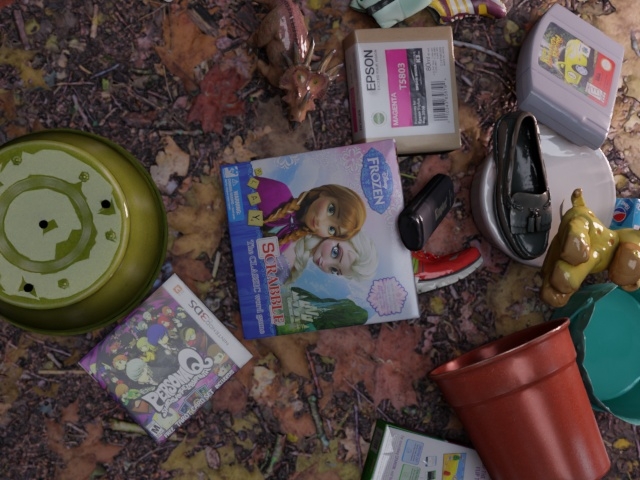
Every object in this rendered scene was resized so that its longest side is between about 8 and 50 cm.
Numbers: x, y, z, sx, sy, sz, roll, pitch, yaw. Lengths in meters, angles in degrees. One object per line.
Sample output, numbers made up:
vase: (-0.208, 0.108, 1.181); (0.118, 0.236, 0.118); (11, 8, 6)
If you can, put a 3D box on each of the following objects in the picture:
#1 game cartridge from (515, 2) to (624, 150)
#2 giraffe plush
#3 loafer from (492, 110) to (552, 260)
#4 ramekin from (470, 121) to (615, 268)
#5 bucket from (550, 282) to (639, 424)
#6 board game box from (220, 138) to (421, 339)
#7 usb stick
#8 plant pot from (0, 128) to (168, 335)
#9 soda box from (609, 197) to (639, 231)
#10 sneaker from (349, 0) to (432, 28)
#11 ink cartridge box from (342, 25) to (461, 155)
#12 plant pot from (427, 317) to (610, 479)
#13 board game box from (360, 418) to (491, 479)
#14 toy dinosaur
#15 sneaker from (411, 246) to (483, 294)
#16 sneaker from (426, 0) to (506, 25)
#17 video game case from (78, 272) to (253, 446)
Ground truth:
game cartridge: (0.469, -0.321, 1.642); (0.196, 0.060, 0.294); (27, 53, -5)
giraffe plush: (0.492, 0.025, 1.510); (0.170, 0.181, 0.210); (18, 55, 6)
loafer: (0.359, -0.097, 1.537); (0.096, 0.084, 0.268); (-9, 90, -12)
ramekin: (0.411, -0.083, 1.656); (0.272, 0.127, 0.273); (0, 89, -11)
bucket: (0.578, 0.205, 1.656); (0.281, 0.183, 0.281); (0, 88, -11)
board game box: (0.000, 0.000, 1.547); (0.317, 0.066, 0.319); (-9, 89, 8)
usb stick: (0.193, -0.055, 1.551); (0.045, 0.278, 0.077); (-9, 104, 23)
plant pot: (-0.421, -0.018, 1.367); (0.366, 0.353, 0.367); (0, 89, -11)
soda box: (0.642, -0.033, 1.692); (0.210, 0.071, 0.067); (11, 86, -36)
sneaker: (0.092, -0.516, 1.619); (0.151, 0.094, 0.256); (-35, 79, 12)
ink cartridge box: (0.153, -0.275, 1.627); (0.193, 0.088, 0.235); (-6, 91, -13)
plant pot: (0.367, 0.310, 1.545); (0.272, 0.272, 0.265); (-22, 84, -11)
board game box: (0.228, 0.496, 1.637); (0.316, 0.064, 0.242); (18, 85, -11)
toy dinosaur: (-0.055, -0.343, 1.527); (0.127, 0.200, 0.296); (-22, 93, -11)
sneaker: (0.171, 0.044, 1.617); (0.278, 0.107, 0.119); (-15, 87, -12)
sneaker: (0.263, -0.445, 1.668); (0.185, 0.069, 0.084); (19, 93, -4)
video game case: (-0.274, 0.211, 1.551); (0.232, 0.042, 0.210); (-43, 96, -9)
